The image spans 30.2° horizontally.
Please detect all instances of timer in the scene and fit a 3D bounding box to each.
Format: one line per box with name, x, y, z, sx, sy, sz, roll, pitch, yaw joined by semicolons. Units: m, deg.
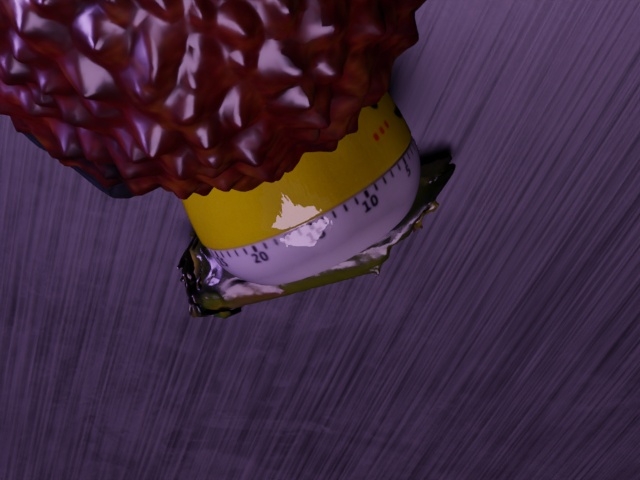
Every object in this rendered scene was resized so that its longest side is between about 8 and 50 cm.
timer;-0.047;-0.116;1.283;0.285;0.285;0.285;0;138;0

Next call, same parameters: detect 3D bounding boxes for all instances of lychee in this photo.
lychee;-0.131;-0.270;0.854;0.424;0.424;0.500;-22;101;23

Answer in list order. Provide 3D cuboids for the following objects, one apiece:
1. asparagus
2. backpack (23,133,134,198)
asparagus;0.000;0.000;1.497;0.382;0.128;0.108;-16;172;15
backpack;-0.227;-0.172;1.261;0.206;0.133;0.258;38;127;12
